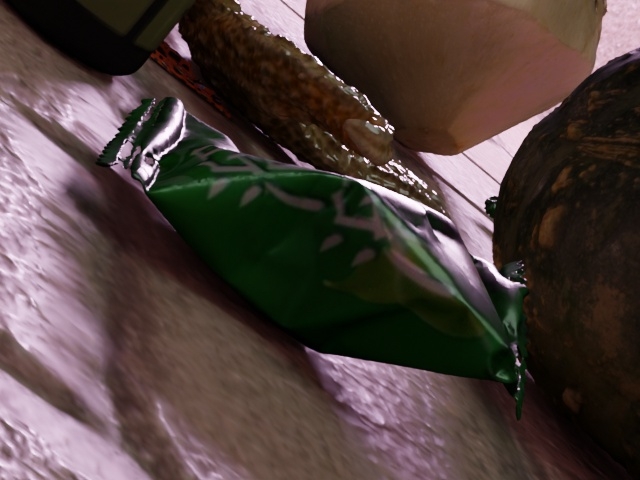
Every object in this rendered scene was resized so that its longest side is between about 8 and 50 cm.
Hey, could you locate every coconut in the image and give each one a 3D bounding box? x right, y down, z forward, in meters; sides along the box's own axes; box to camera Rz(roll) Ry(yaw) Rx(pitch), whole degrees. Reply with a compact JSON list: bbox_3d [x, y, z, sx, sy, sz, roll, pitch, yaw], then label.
[{"bbox_3d":[0.107,-0.193,1.614,0.259,0.259,0.259,40,11,-9],"label":"coconut"}]

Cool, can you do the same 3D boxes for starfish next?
[{"bbox_3d":[-0.035,-0.130,1.168,0.375,0.094,0.327,54,-7,50],"label":"starfish"}]

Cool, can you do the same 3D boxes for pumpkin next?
[{"bbox_3d":[0.246,0.036,1.100,0.328,0.257,0.291,37,16,8],"label":"pumpkin"}]

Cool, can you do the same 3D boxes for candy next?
[{"bbox_3d":[-0.002,0.004,0.835,0.203,0.078,0.141,28,1,-8],"label":"candy"}]

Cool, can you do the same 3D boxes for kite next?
[{"bbox_3d":[-0.143,-0.153,1.142,0.222,0.008,0.125,47,14,29],"label":"kite"}]

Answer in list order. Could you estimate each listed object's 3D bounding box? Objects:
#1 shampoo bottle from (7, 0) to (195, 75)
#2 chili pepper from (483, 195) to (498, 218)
[{"bbox_3d":[-0.047,-0.216,0.974,0.101,0.284,0.101,39,12,-10],"label":"shampoo bottle"},{"bbox_3d":[0.221,0.027,1.602,0.227,0.059,0.088,34,8,-17],"label":"chili pepper"}]
